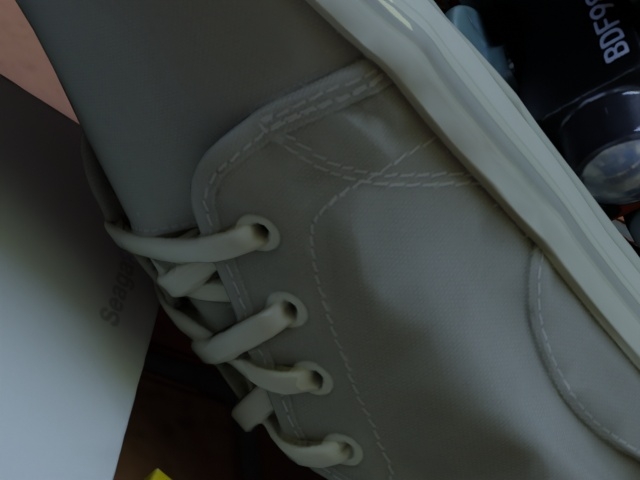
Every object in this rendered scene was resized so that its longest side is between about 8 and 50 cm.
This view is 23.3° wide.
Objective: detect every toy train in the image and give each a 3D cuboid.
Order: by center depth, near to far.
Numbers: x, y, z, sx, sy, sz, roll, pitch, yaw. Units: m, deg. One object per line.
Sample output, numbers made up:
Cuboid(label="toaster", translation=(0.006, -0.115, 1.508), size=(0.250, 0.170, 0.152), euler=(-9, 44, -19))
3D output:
Cuboid(label="toy train", translation=(0.136, -0.143, 0.775), size=(0.190, 0.142, 0.334), euler=(32, 37, -44))

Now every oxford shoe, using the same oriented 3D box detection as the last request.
Cuboid(label="oxford shoe", translation=(0.000, 0.000, 0.535), size=(0.130, 0.169, 0.449), euler=(-50, 115, -11))

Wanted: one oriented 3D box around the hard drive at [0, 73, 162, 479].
Cuboid(label="hard drive", translation=(-0.193, -0.023, 0.492), size=(0.307, 0.040, 0.203), euler=(33, 39, -20))

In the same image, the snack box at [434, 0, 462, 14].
Cuboid(label="snack box", translation=(0.027, -0.104, 0.778), size=(0.187, 0.060, 0.322), euler=(22, 43, -34))

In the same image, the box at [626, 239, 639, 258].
Cuboid(label="box", translation=(0.259, 0.097, 0.767), size=(0.233, 0.059, 0.183), euler=(29, 7, -26))

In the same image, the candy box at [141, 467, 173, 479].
Cuboid(label="candy box", translation=(-0.049, 0.173, 0.473), size=(0.105, 0.027, 0.206), euler=(42, 36, -14))
